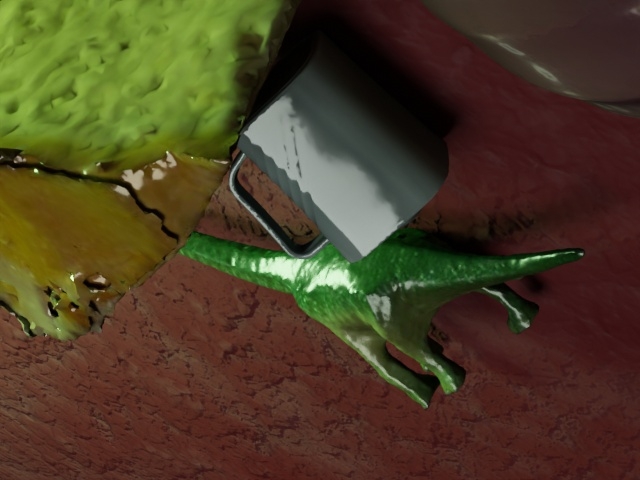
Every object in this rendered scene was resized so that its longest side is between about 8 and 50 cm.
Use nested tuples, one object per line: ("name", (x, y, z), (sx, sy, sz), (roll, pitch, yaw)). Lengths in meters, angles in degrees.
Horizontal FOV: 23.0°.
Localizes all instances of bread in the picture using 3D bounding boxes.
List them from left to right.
("bread", (-0.184, -0.111, 1.025), (0.279, 0.248, 0.315), (31, 146, -5))

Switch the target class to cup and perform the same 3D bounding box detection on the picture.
("cup", (0.002, -0.053, 1.059), (0.128, 0.095, 0.129), (-41, 106, 20))

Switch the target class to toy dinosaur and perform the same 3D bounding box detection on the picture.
("toy dinosaur", (0.000, 0.000, 1.200), (0.301, 0.087, 0.447), (42, 146, -7))

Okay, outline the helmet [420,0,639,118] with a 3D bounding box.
("helmet", (0.119, -0.158, 0.621), (0.271, 0.197, 0.338), (40, -173, -25))
